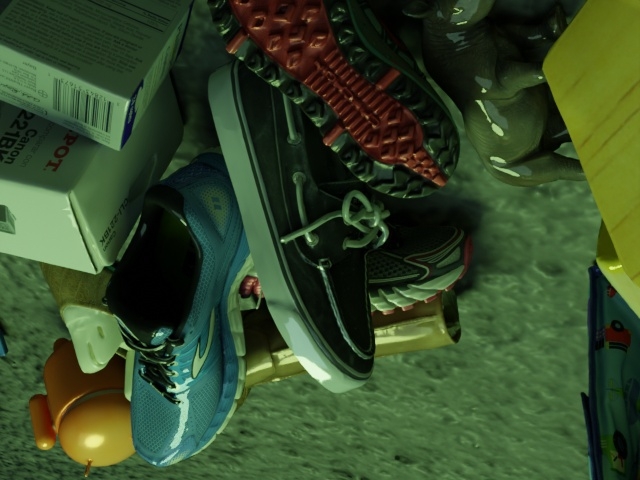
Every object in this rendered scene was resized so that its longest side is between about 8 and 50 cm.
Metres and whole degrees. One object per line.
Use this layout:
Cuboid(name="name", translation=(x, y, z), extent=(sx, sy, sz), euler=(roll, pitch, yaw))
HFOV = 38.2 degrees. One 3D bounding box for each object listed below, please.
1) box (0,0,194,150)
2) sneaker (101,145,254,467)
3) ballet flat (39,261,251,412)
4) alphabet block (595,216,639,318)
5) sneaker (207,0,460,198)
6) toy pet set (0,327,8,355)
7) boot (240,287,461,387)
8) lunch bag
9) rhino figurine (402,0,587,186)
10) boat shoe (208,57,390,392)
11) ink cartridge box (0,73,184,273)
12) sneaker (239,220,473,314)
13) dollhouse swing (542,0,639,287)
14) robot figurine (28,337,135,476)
Cuboid(name="box", translation=(-0.193, -0.165, 0.777), extent=(0.126, 0.137, 0.072), euler=(24, 144, -2))
Cuboid(name="sneaker", translation=(-0.148, 0.076, 0.869), extent=(0.130, 0.147, 0.329), euler=(23, 115, 27))
Cuboid(name="ballet flat", translation=(-0.239, 0.144, 1.211), extent=(0.342, 0.124, 0.116), euler=(41, 140, -23))
Cuboid(name="alphabet block", translation=(0.335, -0.011, 0.657), extent=(0.193, 0.192, 0.197), euler=(-18, 129, 40))
Cuboid(name="sneaker", translation=(0.009, -0.145, 0.724), extent=(0.104, 0.125, 0.262), euler=(-35, 93, 16))
Cuboid(name="toy pet set", translation=(-0.515, 0.126, 1.408), extent=(0.122, 0.065, 0.114), euler=(-14, 96, 36))
Cuboid(name="boot", translation=(0.023, 0.102, 1.025), extent=(0.270, 0.236, 0.089), euler=(-15, 95, 14))
Cuboid(name="lunch bag", translation=(0.311, 0.203, 0.853), extent=(0.138, 0.293, 0.221), euler=(1, 139, 27))
Cuboid(name="rhino figurine", translation=(0.136, -0.133, 0.703), extent=(0.106, 0.073, 0.243), euler=(-12, 131, 34))
Cuboid(name="boat shoe", translation=(0.003, -0.022, 0.798), extent=(0.105, 0.113, 0.306), euler=(-19, 85, 26))
Cuboid(name="ink cartridge box", translation=(-0.293, -0.100, 0.863), extent=(0.273, 0.197, 0.114), euler=(12, 142, 13))
Cuboid(name="sneaker", translation=(0.000, 0.000, 0.915), extent=(0.299, 0.121, 0.112), euler=(3, 114, 14))
Cuboid(name="dollhouse swing", translation=(0.332, -0.058, 0.366), extent=(0.305, 0.347, 0.315), euler=(57, 148, 17))
Cuboid(name="robot figurine", translation=(-0.312, 0.221, 1.281), extent=(0.158, 0.219, 0.128), euler=(5, 126, -32))
